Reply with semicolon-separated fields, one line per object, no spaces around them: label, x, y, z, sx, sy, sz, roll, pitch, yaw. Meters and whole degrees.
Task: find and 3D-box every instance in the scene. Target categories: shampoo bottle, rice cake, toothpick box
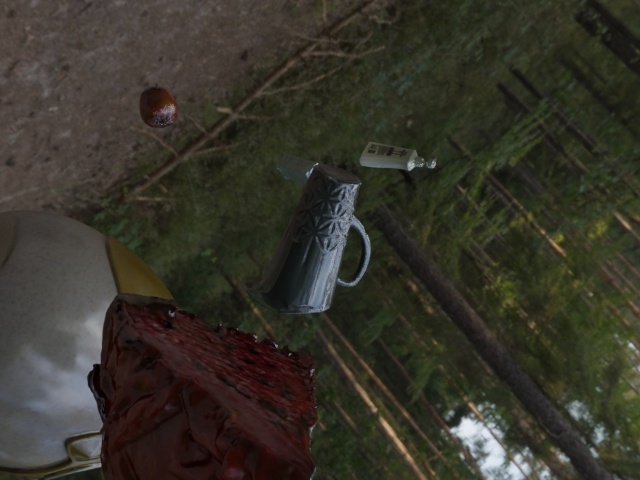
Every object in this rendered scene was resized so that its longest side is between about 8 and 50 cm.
shampoo bottle;0.143;-0.150;1.097;0.049;0.141;0.034;-58;147;-32
rice cake;-0.061;-0.210;1.785;0.063;0.069;0.206;-49;-147;-13
toothpick box;-0.435;0.190;1.005;0.409;0.409;0.425;-42;129;2

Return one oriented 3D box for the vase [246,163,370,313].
vase;0.000;0.000;1.235;0.251;0.156;0.300;9;113;-25

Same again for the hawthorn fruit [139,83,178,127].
hawthorn fruit;-0.298;-0.245;1.088;0.077;0.077;0.077;-40;172;-7

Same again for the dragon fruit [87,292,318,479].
dragon fruit;-0.082;0.166;0.540;0.240;0.302;0.330;-41;-169;-21
